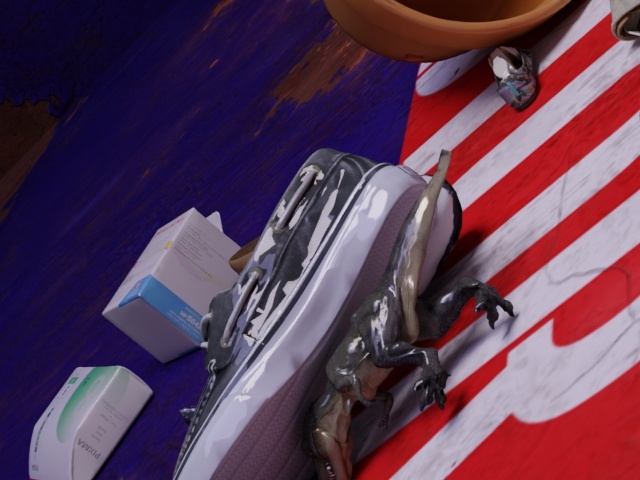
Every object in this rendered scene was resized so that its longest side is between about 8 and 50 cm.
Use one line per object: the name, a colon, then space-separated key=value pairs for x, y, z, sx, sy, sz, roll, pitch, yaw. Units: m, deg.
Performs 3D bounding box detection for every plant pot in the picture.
plant pot: x=0.107 y=-0.296 z=1.757 sx=0.291 sy=0.291 sz=0.203 roll=-56 pitch=1 yaw=-20

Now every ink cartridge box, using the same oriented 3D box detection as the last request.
ink cartridge box: x=-0.147 y=0.042 z=1.975 sx=0.092 sy=0.090 sz=0.143 roll=-26 pitch=27 yaw=55
ink cartridge box: x=-0.284 y=0.236 z=1.982 sx=0.224 sy=0.056 sz=0.181 roll=-53 pitch=16 yaw=-17

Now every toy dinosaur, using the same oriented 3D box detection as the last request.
toy dinosaur: x=0.067 y=0.062 z=1.349 sx=0.118 sy=0.064 sz=0.268 roll=21 pitch=84 yaw=46

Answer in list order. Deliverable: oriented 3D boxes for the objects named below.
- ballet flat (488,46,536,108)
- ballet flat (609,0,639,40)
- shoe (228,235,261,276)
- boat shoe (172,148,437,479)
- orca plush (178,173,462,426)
ballet flat: x=0.169 y=-0.154 z=1.652 sx=0.041 sy=0.041 sz=0.114 roll=-45 pitch=16 yaw=17
ballet flat: x=0.276 y=-0.183 z=1.432 sx=0.168 sy=0.057 sz=0.052 roll=174 pitch=106 yaw=-73
shoe: x=0.000 y=0.000 z=1.754 sx=0.219 sy=0.058 sz=0.076 roll=-27 pitch=8 yaw=46
boat shoe: x=-0.033 y=0.081 z=1.434 sx=0.119 sy=0.121 sz=0.335 roll=23 pitch=74 yaw=33
orca plush: x=0.021 y=0.073 z=1.525 sx=0.151 sy=0.102 sz=0.287 roll=29 pitch=87 yaw=29
